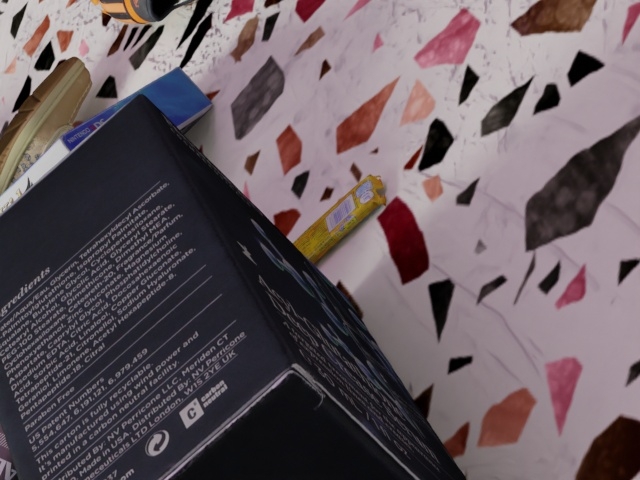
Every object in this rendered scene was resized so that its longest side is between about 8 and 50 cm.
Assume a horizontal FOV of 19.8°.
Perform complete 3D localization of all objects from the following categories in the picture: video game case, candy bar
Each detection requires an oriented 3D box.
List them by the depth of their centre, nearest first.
[{"bbox_3d":[0.000,0.000,1.631,0.161,0.018,0.040,-43,41,26],"label":"candy bar"},{"bbox_3d":[-0.254,-0.048,1.838,0.244,0.061,0.269,-42,0,28],"label":"video game case"}]

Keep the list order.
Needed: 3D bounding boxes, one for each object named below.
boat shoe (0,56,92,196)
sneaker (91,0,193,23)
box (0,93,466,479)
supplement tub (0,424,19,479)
[{"bbox_3d":[-0.329,-0.074,2.083,0.285,0.089,0.104,-60,17,-3],"label":"boat shoe"},{"bbox_3d":[-0.141,-0.385,2.030,0.180,0.124,0.321,24,97,53],"label":"sneaker"},{"bbox_3d":[-0.071,0.128,1.352,0.212,0.293,0.395,-41,36,5],"label":"box"},{"bbox_3d":[-0.222,0.157,1.658,0.193,0.193,0.316,10,76,56],"label":"supplement tub"}]
